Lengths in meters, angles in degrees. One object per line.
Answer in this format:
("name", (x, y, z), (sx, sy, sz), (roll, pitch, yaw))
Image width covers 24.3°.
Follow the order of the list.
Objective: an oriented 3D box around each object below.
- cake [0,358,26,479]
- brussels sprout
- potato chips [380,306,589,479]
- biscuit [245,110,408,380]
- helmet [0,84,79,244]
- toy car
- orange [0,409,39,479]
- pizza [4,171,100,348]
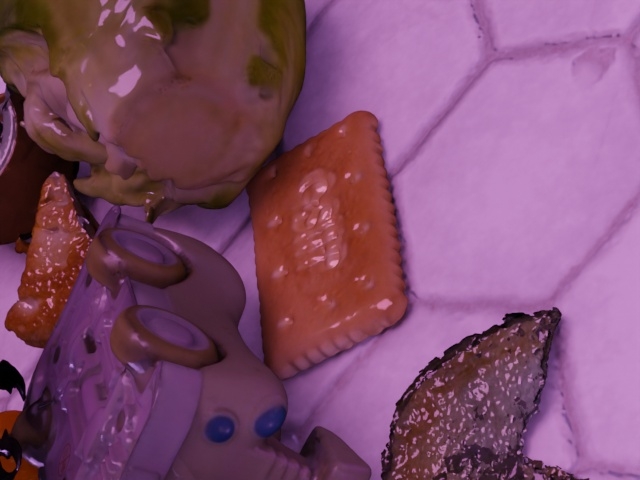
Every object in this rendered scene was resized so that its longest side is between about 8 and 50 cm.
("cake", (-0.388, 0.139, 1.210), (0.332, 0.321, 0.332), (28, 125, 51))
("brussels sprout", (-0.171, -0.201, 1.487), (0.315, 0.276, 0.371), (-42, 42, -4))
("potato chips", (0.134, 0.162, 1.156), (0.202, 0.029, 0.220), (-39, 40, 16))
("biscuit", (-0.001, 0.000, 1.385), (0.160, 0.030, 0.250), (-29, 46, 25))
("helmet", (-0.349, -0.076, 1.684), (0.198, 0.130, 0.224), (-55, 20, -4))
("toy car", (-0.122, 0.151, 1.282), (0.242, 0.226, 0.336), (-64, 22, 15))
("orange", (-0.305, 0.209, 1.483), (0.083, 0.083, 0.084), (-23, 49, 30))
("pizza", (-0.263, 0.019, 1.572), (0.154, 0.069, 0.194), (-18, 68, 31))
